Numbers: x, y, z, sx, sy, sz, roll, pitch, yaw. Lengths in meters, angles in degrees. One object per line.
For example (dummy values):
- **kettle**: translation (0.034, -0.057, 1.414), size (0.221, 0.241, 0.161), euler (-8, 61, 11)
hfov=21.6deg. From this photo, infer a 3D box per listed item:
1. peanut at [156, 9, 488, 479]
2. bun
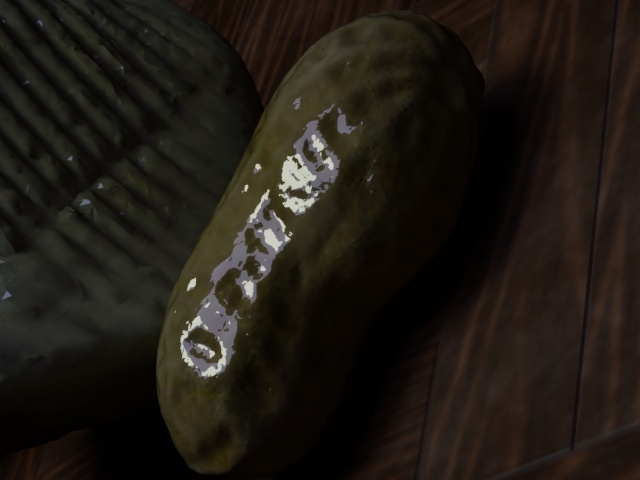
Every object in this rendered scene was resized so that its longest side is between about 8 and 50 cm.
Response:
- **peanut**: translation (0.000, 0.000, 0.728), size (0.226, 0.095, 0.108), euler (-60, 25, -9)
- **bun**: translation (-0.160, -0.016, 0.856), size (0.205, 0.281, 0.281), euler (129, 162, -55)
